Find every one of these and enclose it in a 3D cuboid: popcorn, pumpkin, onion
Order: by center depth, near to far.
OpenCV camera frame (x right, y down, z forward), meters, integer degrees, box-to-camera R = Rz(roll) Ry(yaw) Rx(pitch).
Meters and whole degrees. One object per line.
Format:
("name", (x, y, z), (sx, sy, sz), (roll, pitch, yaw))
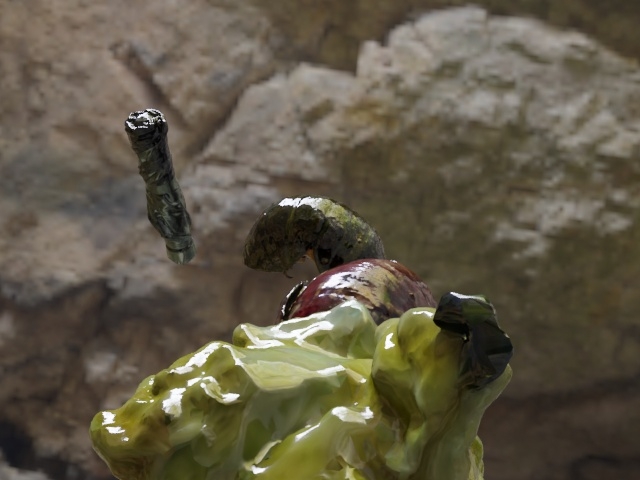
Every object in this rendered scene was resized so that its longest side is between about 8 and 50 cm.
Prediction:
("popcorn", (-0.011, 0.170, 1.016), (0.237, 0.293, 0.293), (55, -135, -59))
("onion", (0.042, 0.139, 1.630), (0.246, 0.190, 0.246), (40, -137, -52))
("pumpkin", (0.000, 0.000, 1.930), (0.119, 0.183, 0.107), (-73, -1, -46))

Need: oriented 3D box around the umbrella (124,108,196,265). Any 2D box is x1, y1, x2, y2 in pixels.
("umbrella", (-0.167, -0.052, 1.613), (0.050, 0.046, 0.188), (-42, -40, -32))
